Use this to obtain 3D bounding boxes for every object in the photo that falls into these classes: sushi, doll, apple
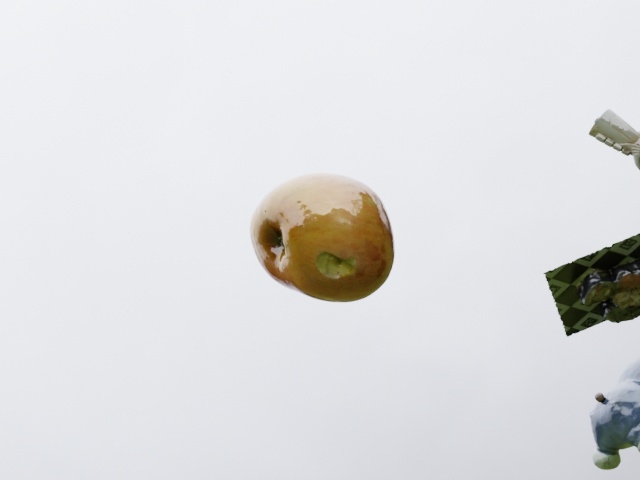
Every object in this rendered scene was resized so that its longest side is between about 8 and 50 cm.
[{"bbox_3d":[0.514,0.085,1.902,0.231,0.047,0.220,-24,-40,8],"label":"sushi"},{"bbox_3d":[0.626,0.311,2.156,0.258,0.154,0.228,-30,-8,-33],"label":"doll"},{"bbox_3d":[0.000,0.000,2.001,0.241,0.242,0.242,0,-40,-38],"label":"apple"}]

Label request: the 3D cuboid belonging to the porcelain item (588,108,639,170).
[{"bbox_3d":[0.636,-0.177,2.215,0.084,0.213,0.054,-42,-20,-28],"label":"porcelain item"}]
